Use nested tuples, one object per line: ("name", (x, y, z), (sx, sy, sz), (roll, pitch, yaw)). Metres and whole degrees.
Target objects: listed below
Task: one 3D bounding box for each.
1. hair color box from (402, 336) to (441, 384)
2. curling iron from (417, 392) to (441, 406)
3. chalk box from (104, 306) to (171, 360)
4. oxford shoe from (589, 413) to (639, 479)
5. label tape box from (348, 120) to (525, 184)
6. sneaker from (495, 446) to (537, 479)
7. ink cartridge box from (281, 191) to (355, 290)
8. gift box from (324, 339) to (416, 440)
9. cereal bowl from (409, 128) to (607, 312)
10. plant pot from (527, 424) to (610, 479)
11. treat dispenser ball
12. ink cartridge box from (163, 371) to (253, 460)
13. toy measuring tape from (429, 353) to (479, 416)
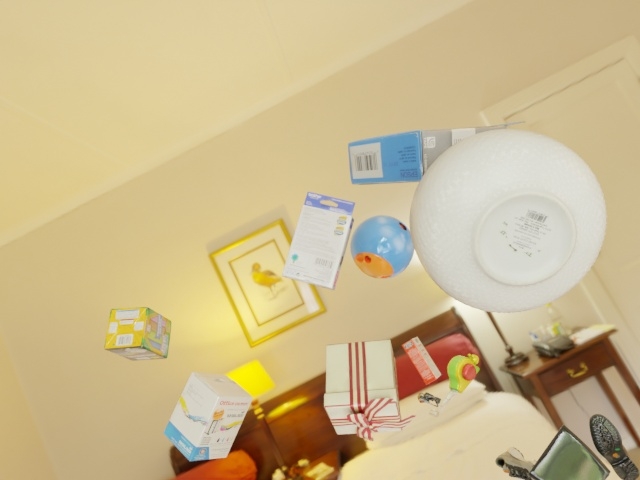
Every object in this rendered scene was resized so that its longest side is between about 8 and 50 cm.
("hair color box", (0.322, 0.380, 1.589), (0.043, 0.141, 0.072), (-36, -18, 19))
("curling iron", (0.361, 0.547, 1.722), (0.274, 0.068, 0.035), (77, -144, -72))
("chalk box", (-0.570, 0.308, 1.612), (0.133, 0.132, 0.213), (-5, -25, 9))
("oxford shoe", (0.909, 0.639, 1.580), (0.083, 0.227, 0.096), (-27, 5, 16))
("label tape box", (0.269, -0.198, 1.146), (0.334, 0.105, 0.241), (-12, 10, -31))
("sneaker", (0.816, 0.936, 2.031), (0.108, 0.100, 0.271), (-18, 0, -13))
("ink cartridge box", (0.000, 0.000, 1.731), (0.186, 0.311, 0.065), (14, -6, 16))
("gift box", (0.158, 0.488, 1.631), (0.277, 0.258, 0.255), (-10, -43, 14))
("cereal bowl", (0.330, -0.020, 0.870), (0.339, 0.339, 0.141), (-29, 13, 12))
("plant pot", (0.767, 0.697, 1.528), (0.188, 0.167, 0.187), (-53, -34, -1))
("treat dispenser ball", (0.276, 0.029, 2.250), (0.288, 0.288, 0.288), (-26, -9, -4))
("ink cartridge box", (-0.379, 0.593, 1.703), (0.171, 0.168, 0.232), (25, -91, -51))
("toy measuring tape", (0.547, 0.578, 2.074), (0.330, 0.121, 0.121), (-38, -3, -25))
